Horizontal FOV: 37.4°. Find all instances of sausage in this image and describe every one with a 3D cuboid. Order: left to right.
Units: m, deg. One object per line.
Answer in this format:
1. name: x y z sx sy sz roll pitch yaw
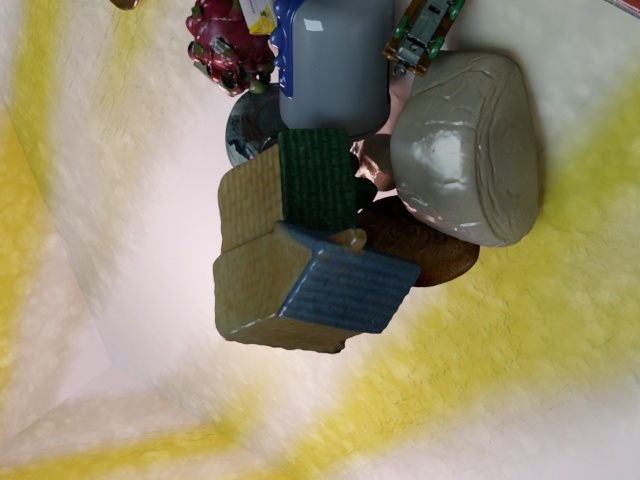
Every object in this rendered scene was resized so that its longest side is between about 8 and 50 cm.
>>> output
1. sausage: 0.479 -0.386 1.507 0.253 0.034 0.034 38 145 25

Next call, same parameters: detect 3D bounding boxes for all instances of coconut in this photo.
1. coconut: 0.141 -0.176 2.076 0.116 0.116 0.122 43 149 16

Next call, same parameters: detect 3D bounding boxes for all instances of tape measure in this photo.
1. tape measure: -0.086 -0.228 2.182 0.275 0.256 0.147 40 150 11

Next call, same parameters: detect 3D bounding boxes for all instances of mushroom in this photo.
1. mushroom: 0.202 -0.005 2.053 0.297 0.278 0.163 16 111 29

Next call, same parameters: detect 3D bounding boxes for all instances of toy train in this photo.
1. toy train: 0.190 -0.396 1.741 0.091 0.228 0.136 29 175 -4

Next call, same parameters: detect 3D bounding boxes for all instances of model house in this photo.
1. model house: 0.000 0.000 1.872 0.342 0.334 0.382 -27 62 37

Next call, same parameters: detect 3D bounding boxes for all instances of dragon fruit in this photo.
1. dragon fruit: -0.197 -0.449 2.159 0.198 0.218 0.273 172 87 -86

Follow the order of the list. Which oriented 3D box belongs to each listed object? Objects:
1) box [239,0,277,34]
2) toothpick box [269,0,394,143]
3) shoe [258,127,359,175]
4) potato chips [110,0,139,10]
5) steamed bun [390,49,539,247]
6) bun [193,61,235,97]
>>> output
1. box: -0.098 -0.577 1.950 0.097 0.168 0.265 16 134 48
2. toothpick box: 0.019 -0.391 1.887 0.263 0.263 0.355 32 141 30
3. shoe: -0.032 -0.192 2.043 0.108 0.240 0.093 -54 37 36
4. potato chips: -0.538 -0.703 2.492 0.208 0.062 0.195 17 139 42
5. steamed bun: 0.270 -0.156 1.810 0.247 0.236 0.384 18 134 42
6. bun: -0.242 -0.428 2.354 0.138 0.094 0.138 39 -179 -1
